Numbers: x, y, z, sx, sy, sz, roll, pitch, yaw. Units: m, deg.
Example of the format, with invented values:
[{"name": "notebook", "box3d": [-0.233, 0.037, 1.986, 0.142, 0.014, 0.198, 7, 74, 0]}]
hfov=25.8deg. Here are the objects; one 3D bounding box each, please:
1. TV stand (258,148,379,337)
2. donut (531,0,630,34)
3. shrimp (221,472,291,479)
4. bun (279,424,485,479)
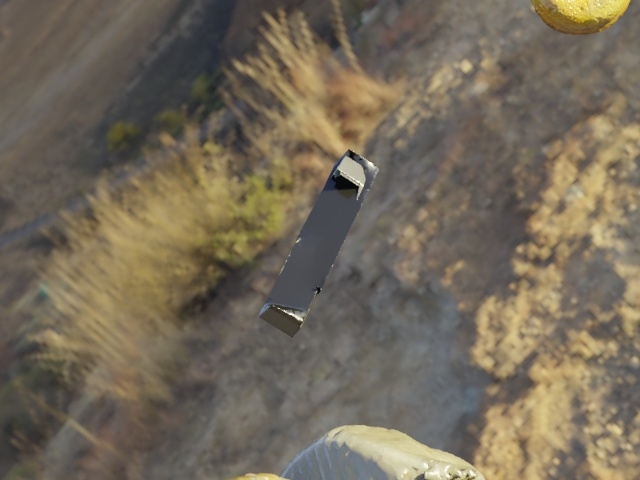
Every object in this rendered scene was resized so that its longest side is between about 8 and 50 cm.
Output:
[{"name": "TV stand", "box3d": [0.000, 0.000, 1.653, 0.040, 0.049, 0.256, -47, 13, 53]}, {"name": "donut", "box3d": [0.330, -0.337, 1.778, 0.152, 0.152, 0.058, -43, -1, 7]}, {"name": "shrimp", "box3d": [-0.103, 0.247, 1.039, 0.058, 0.253, 0.173, 41, 119, 30]}, {"name": "bun", "box3d": [0.073, 0.323, 1.416, 0.281, 0.205, 0.281, -9, 77, 43]}]
